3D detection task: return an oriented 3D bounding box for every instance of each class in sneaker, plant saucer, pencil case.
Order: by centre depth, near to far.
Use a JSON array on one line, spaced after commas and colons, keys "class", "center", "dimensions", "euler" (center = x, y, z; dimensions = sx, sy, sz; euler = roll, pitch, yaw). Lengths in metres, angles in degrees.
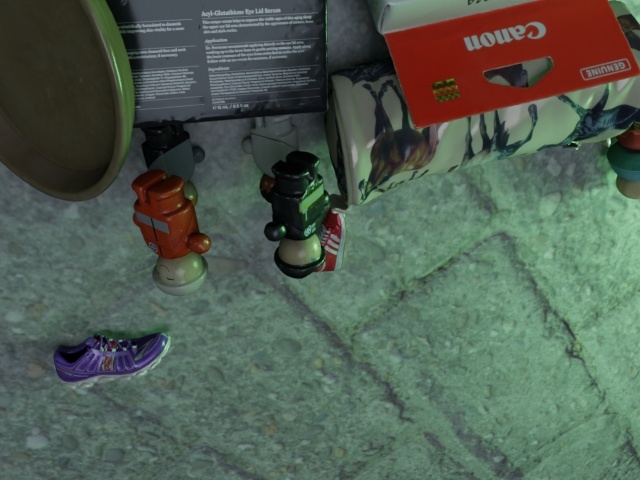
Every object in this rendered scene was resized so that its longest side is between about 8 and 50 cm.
[{"class": "plant saucer", "center": [-0.275, -0.169, 0.493], "dimensions": [0.278, 0.041, 0.277], "euler": [17, 126, 25]}, {"class": "pencil case", "center": [0.193, -0.159, 0.650], "dimensions": [0.411, 0.160, 0.183], "euler": [-15, 109, -7]}, {"class": "sneaker", "center": [0.000, 0.000, 0.764], "dimensions": [0.067, 0.042, 0.118], "euler": [-8, 125, -15]}, {"class": "sneaker", "center": [-0.307, 0.166, 0.767], "dimensions": [0.170, 0.068, 0.071], "euler": [-15, 118, -6]}]

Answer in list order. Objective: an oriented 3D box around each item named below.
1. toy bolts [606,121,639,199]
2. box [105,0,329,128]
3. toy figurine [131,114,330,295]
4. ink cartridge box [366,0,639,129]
[{"class": "toy bolts", "center": [0.550, -0.127, 0.762], "dimensions": [0.229, 0.218, 0.158], "euler": [-13, 132, 14]}, {"class": "box", "center": [-0.128, -0.228, 0.551], "dimensions": [0.261, 0.103, 0.184], "euler": [-7, 125, -11]}, {"class": "toy figurine", "center": [-0.103, -0.050, 0.604], "dimensions": [0.213, 0.209, 0.148], "euler": [-11, 130, -11]}, {"class": "ink cartridge box", "center": [0.192, -0.265, 0.557], "dimensions": [0.275, 0.238, 0.060], "euler": [-15, 167, -7]}]
